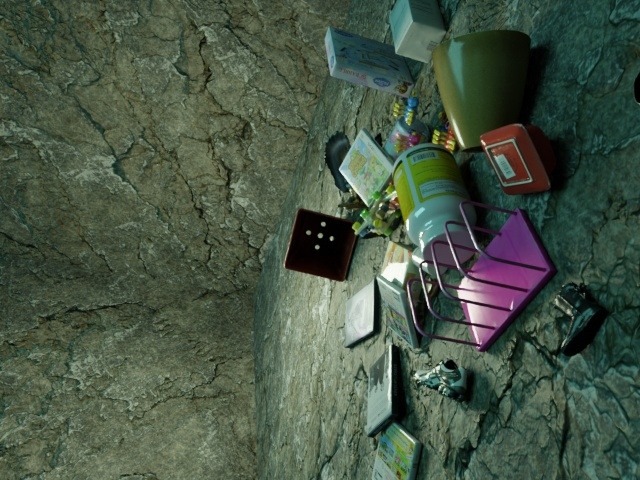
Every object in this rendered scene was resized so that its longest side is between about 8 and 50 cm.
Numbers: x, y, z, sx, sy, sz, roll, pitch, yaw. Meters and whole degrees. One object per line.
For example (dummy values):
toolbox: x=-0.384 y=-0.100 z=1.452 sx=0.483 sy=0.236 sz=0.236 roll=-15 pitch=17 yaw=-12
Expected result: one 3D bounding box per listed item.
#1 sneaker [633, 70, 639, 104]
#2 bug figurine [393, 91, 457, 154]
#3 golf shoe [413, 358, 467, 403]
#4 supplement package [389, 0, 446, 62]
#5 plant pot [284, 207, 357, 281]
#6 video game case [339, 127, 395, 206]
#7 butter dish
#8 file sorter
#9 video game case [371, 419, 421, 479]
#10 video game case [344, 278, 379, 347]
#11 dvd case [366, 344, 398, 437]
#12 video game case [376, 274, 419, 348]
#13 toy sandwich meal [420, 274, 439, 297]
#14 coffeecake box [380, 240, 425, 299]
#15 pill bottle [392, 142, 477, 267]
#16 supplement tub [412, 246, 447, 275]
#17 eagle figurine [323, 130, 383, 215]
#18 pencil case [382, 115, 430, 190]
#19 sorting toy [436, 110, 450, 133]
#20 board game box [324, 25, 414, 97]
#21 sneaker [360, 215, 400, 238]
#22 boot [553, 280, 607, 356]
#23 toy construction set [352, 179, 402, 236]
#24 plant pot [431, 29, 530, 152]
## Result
sneaker: x=0.561 y=-0.182 z=0.822 sx=0.222 sy=0.118 sz=0.083 roll=-99 pitch=26 yaw=-51
bug figurine: x=0.330 y=-0.317 z=1.693 sx=0.279 sy=0.072 sz=0.216 roll=48 pitch=142 yaw=37
golf shoe: x=0.314 y=0.347 z=1.404 sx=0.198 sy=0.077 sz=0.094 roll=2 pitch=70 yaw=67
supplement package: x=0.344 y=-0.778 z=1.965 sx=0.139 sy=0.133 sz=0.244 roll=120 pitch=156 yaw=-48
plant pot: x=0.000 y=0.000 z=2.411 sx=0.236 sy=0.267 sz=0.267 roll=-100 pitch=25 yaw=-79
video game case: x=0.164 y=-0.255 z=1.940 sx=0.193 sy=0.023 sz=0.212 roll=54 pitch=142 yaw=19
butter dish: x=0.458 y=-0.195 z=1.214 sx=0.160 sy=0.118 sz=0.160 roll=61 pitch=163 yaw=-8
file sorter: x=0.346 y=0.079 z=1.261 sx=0.202 sy=0.182 sz=0.291 roll=-95 pitch=23 yaw=-47
video game case: x=0.217 y=0.644 z=1.590 sx=0.227 sy=0.026 sz=0.206 roll=-171 pitch=92 yaw=-75
video game case: x=0.153 y=0.281 z=2.069 sx=0.274 sy=0.026 sz=0.196 roll=132 pitch=146 yaw=-59
dvd case: x=0.196 y=0.473 z=1.726 sx=0.179 sy=0.029 sz=0.239 roll=119 pitch=164 yaw=-45
video game case: x=0.236 y=0.215 z=1.685 sx=0.201 sy=0.023 sz=0.183 roll=-145 pitch=38 yaw=-72
toy sandwich meal: x=0.318 y=0.129 z=1.598 sx=0.085 sy=0.029 sz=0.086 roll=-168 pitch=90 yaw=-74
coffeecake box: x=0.264 y=0.092 z=1.743 sx=0.185 sy=0.068 sz=0.142 roll=-141 pitch=64 yaw=-72
pill bottle: x=0.312 y=-0.095 z=1.488 sx=0.334 sy=0.188 sz=0.188 roll=-96 pitch=23 yaw=-43
supplement tub: x=0.316 y=0.057 z=1.584 sx=0.107 sy=0.071 sz=0.071 roll=-137 pitch=60 yaw=-72
eagle figurine: x=0.153 y=-0.263 z=2.136 sx=0.225 sy=0.226 sz=0.298 roll=-18 pitch=71 yaw=25
pencil case: x=0.273 y=-0.298 z=1.905 sx=0.113 sy=0.124 sz=0.273 roll=-68 pitch=4 yaw=-46
sorting toy: x=0.387 y=-0.365 z=1.690 sx=0.102 sy=0.042 sz=0.061 roll=-98 pitch=25 yaw=-48
board game box: x=0.183 y=-0.696 z=2.129 sx=0.318 sy=0.318 sz=0.066 roll=-94 pitch=22 yaw=-46
sneaker: x=0.214 y=-0.052 z=1.978 sx=0.170 sy=0.089 sz=0.051 roll=125 pitch=152 yaw=-55
boot: x=0.473 y=0.144 z=1.031 sx=0.121 sy=0.045 sz=0.099 roll=-64 pitch=22 yaw=20
toy construction set: x=0.247 y=-0.109 z=1.781 sx=0.215 sy=0.151 sz=0.327 roll=-53 pitch=21 yaw=-19
plant pot: x=0.401 y=-0.353 z=1.359 sx=0.237 sy=0.237 sz=0.254 roll=175 pitch=93 yaw=-73
